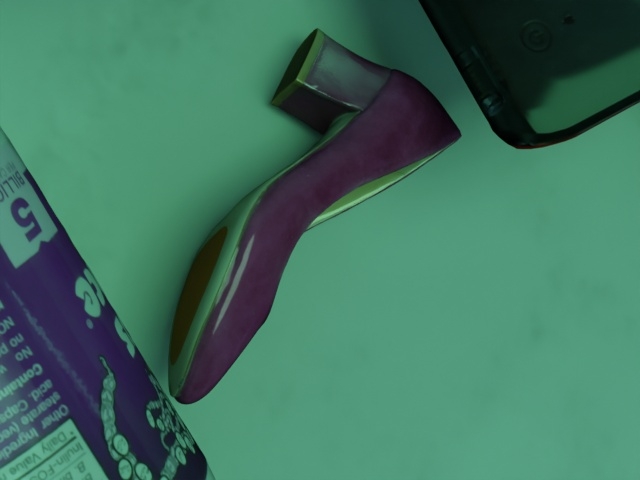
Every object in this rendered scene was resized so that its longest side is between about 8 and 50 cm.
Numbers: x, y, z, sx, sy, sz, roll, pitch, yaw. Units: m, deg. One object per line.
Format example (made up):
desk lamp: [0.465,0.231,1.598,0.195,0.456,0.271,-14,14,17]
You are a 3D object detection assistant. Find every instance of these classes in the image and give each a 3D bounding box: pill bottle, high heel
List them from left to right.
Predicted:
pill bottle: [-0.150,0.103,0.576,0.169,0.169,0.302,-36,107,-26]
high heel: [0.000,0.000,0.719,0.117,0.082,0.244,30,61,-16]

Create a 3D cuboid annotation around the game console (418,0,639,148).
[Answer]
game console: [0.163,-0.286,0.743,0.342,0.060,0.387,-27,84,-17]
